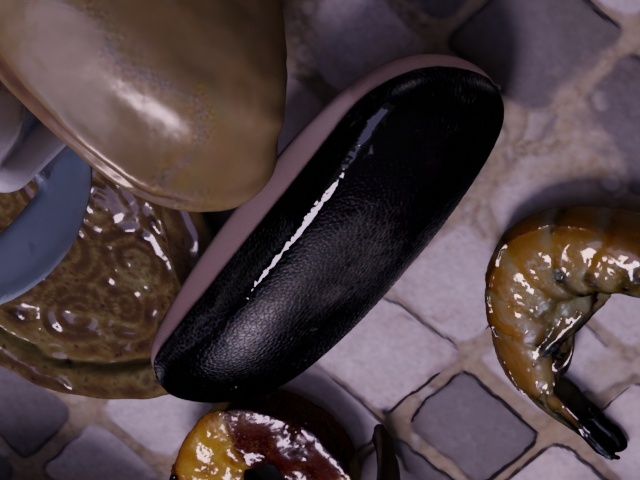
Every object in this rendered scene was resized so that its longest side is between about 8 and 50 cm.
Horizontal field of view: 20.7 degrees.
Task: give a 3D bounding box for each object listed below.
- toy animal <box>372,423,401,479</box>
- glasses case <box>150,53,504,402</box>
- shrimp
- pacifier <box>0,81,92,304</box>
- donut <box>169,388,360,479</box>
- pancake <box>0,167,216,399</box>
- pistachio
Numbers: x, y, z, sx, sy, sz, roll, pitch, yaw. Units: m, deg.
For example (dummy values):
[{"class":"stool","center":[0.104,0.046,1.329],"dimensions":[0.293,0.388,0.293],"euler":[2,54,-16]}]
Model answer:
[{"class":"toy animal","center":[0.107,0.264,1.214],"dimensions":[0.160,0.197,0.272],"euler":[-20,107,21]},{"class":"glasses case","center":[0.000,0.000,1.127],"dimensions":[0.122,0.075,0.314],"euler":[6,134,-40]},{"class":"shrimp","center":[0.237,0.068,1.146],"dimensions":[0.262,0.051,0.198],"euler":[5,127,17]},{"class":"pacifier","center":[-0.285,-0.079,1.134],"dimensions":[0.287,0.238,0.226],"euler":[44,144,-12]},{"class":"donut","center":[-0.036,0.168,1.267],"dimensions":[0.140,0.059,0.140],"euler":[7,120,13]},{"class":"pancake","center":[-0.180,0.009,1.235],"dimensions":[0.250,0.031,0.250],"euler":[8,120,14]},{"class":"pistachio","center":[-0.125,-0.145,1.046],"dimensions":[0.293,0.181,0.162],"euler":[52,148,-10]}]
